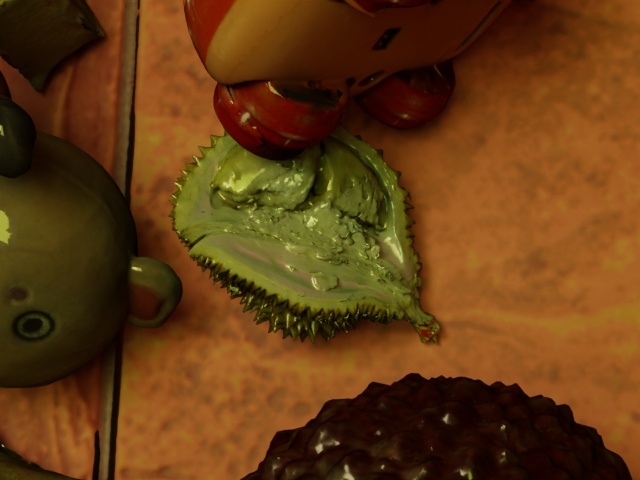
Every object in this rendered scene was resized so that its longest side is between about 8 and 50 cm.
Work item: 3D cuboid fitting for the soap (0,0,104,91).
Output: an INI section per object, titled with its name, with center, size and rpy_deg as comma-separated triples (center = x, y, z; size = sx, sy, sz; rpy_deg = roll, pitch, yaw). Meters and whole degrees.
[soap]
center = -0.252, -0.236, 0.995
size = 0.076, 0.135, 0.233
rpy_deg = -31, 72, 6

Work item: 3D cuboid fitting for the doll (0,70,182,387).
[doll]
center = -0.247, -0.042, 0.878
size = 0.235, 0.330, 0.174
rpy_deg = -12, 36, 22

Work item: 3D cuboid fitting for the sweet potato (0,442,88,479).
[sweet potato]
center = -0.198, 0.172, 0.918
size = 0.285, 0.085, 0.112
rpy_deg = 20, 97, 17

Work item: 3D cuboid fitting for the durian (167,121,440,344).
[durian]
center = 0.000, 0.000, 0.913
size = 0.208, 0.102, 0.146
rpy_deg = 36, 70, -6

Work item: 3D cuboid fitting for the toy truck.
[toy truck]
center = 0.010, -0.202, 0.872
size = 0.239, 0.265, 0.189
rpy_deg = 56, 131, 16

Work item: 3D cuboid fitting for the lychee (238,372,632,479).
[lychee]
center = 0.055, 0.213, 0.765
size = 0.264, 0.264, 0.300
rpy_deg = 38, 70, 18
